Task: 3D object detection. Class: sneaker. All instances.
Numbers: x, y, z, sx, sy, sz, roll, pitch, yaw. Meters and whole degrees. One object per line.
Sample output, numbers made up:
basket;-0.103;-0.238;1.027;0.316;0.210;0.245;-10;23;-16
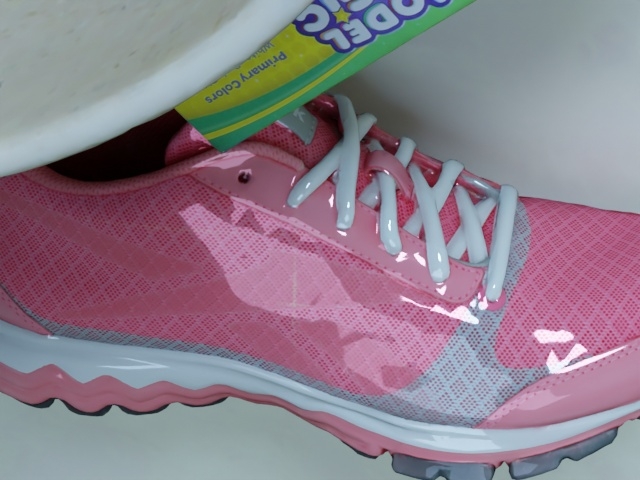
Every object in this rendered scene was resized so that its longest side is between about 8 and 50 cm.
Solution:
sneaker;0.000;0.000;0.580;0.313;0.116;0.136;3;130;9

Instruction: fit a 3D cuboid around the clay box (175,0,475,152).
clay box;0.048;-0.125;0.450;0.222;0.127;0.053;-27;122;31

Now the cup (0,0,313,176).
cup;-0.115;-0.208;0.328;0.331;0.237;0.331;3;129;4
